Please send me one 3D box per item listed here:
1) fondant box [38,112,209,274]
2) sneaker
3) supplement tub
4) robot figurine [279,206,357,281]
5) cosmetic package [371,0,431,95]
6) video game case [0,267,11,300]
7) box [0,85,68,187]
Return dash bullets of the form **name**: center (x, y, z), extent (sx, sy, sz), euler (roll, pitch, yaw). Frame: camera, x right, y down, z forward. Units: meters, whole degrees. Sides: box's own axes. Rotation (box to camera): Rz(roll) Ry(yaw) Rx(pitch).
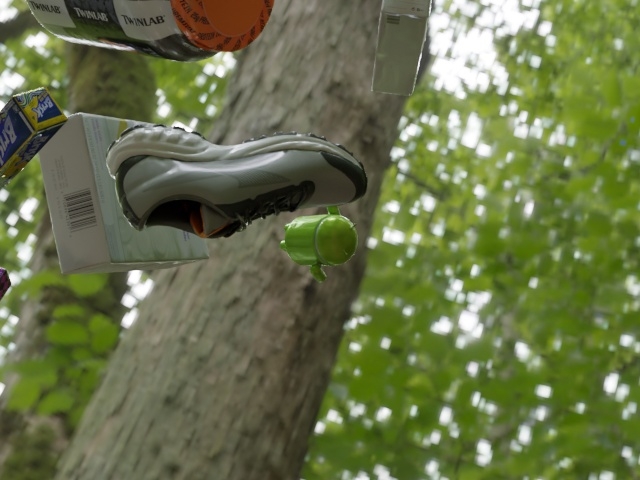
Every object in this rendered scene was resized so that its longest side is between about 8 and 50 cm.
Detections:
- **fondant box**: center (-0.317, -0.072, 2.058), extent (0.096, 0.238, 0.330), euler (-14, -5, 20)
- **sneaker**: center (-0.080, -0.048, 1.286), extent (0.272, 0.108, 0.100), euler (0, -31, -21)
- **supplement tub**: center (-0.235, -0.356, 1.728), extent (0.338, 0.207, 0.207), euler (16, -33, 41)
- **robot figurine**: center (0.000, 0.000, 1.647), extent (0.115, 0.101, 0.067), euler (-2, -25, 46)
- **cosmetic package**: center (0.103, -0.273, 1.582), extent (0.061, 0.098, 0.239), euler (6, -15, 1)
- **video game case**: center (-0.587, 0.111, 1.788), extent (0.210, 0.232, 0.041), euler (14, -40, 16)
- **box**: center (-0.389, -0.122, 1.578), extent (0.169, 0.059, 0.054), euler (-38, -95, 40)
